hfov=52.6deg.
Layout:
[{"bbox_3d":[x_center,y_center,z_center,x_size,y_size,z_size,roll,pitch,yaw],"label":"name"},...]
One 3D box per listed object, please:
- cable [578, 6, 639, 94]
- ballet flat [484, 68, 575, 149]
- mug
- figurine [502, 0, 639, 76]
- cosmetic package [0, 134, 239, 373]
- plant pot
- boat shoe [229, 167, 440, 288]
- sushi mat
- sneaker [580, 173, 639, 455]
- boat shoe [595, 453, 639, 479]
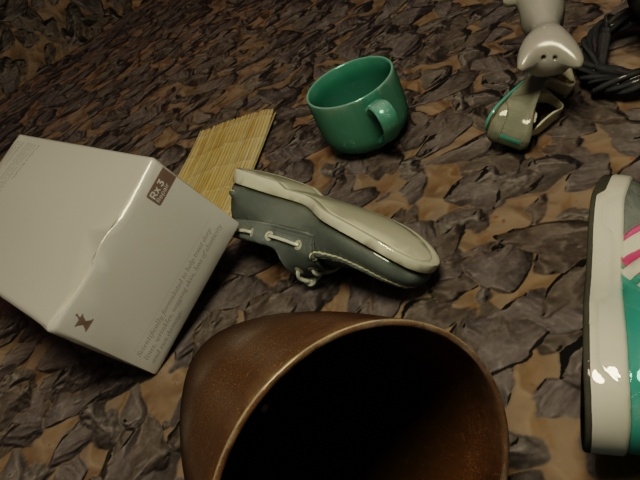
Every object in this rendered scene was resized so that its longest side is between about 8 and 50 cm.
[{"bbox_3d":[0.393,-0.236,0.806,0.151,0.047,0.184,-23,38,15],"label":"cable"},{"bbox_3d":[0.278,-0.187,0.810,0.068,0.072,0.213,29,61,19],"label":"ballet flat"},{"bbox_3d":[0.055,-0.174,0.900,0.130,0.097,0.157,-12,39,21],"label":"mug"},{"bbox_3d":[0.323,-0.266,0.756,0.215,0.092,0.209,-5,49,14],"label":"figurine"},{"bbox_3d":[-0.313,-0.001,0.840,0.385,0.156,0.217,18,74,43],"label":"cosmetic package"},{"bbox_3d":[-0.019,0.142,0.492,0.215,0.215,0.230,-41,23,-18],"label":"plant pot"},{"bbox_3d":[0.000,0.000,0.751,0.319,0.116,0.099,27,105,42],"label":"boat shoe"},{"bbox_3d":[-0.168,-0.109,1.035,0.151,0.019,0.316,-14,37,22],"label":"sushi mat"},{"bbox_3d":[0.286,0.038,0.465,0.179,0.123,0.295,2,35,23],"label":"sneaker"},{"bbox_3d":[0.232,0.180,0.395,0.056,0.048,0.153,-44,30,-2],"label":"boat shoe"}]
